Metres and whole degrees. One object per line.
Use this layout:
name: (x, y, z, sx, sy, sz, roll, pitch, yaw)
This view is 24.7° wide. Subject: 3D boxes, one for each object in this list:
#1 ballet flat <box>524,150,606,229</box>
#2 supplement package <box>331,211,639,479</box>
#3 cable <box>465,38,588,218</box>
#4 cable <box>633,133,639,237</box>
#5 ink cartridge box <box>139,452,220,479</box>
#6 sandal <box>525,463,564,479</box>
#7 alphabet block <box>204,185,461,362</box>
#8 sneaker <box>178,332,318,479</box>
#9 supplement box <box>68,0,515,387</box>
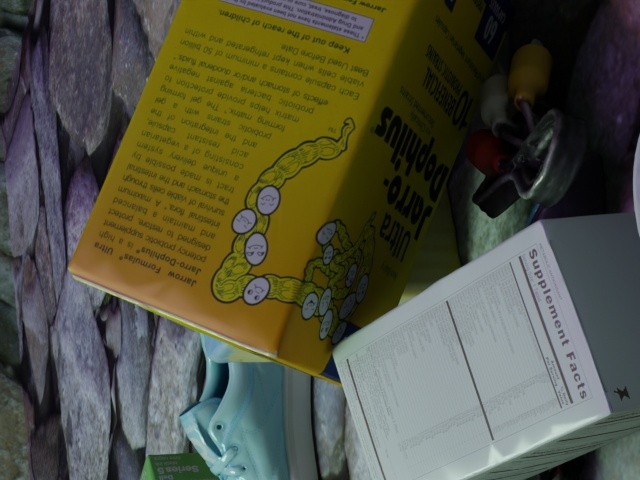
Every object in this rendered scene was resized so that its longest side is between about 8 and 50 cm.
ballet flat: (0.182, 0.023, 1.133, 0.203, 0.074, 0.074, -63, 32, 35)
supplement package: (0.143, 0.089, 1.028, 0.244, 0.134, 0.139, -35, 67, 48)
cable: (0.141, -0.067, 1.093, 0.139, 0.072, 0.287, -62, 0, 17)
cable: (0.279, -0.034, 0.734, 0.257, 0.089, 0.257, -33, 52, 32)
ink cartridge box: (-0.168, 0.441, 1.888, 0.273, 0.115, 0.198, -111, 31, -44)
sandal: (0.172, 0.159, 1.183, 0.179, 0.040, 0.067, -90, 22, -47)
alphabet block: (0.000, 0.000, 1.400, 0.192, 0.197, 0.193, 133, 134, -57)
sneaker: (-0.092, 0.240, 1.671, 0.135, 0.150, 0.366, 144, 125, -64)
supplement box: (-0.013, -0.085, 1.166, 0.195, 0.194, 0.356, 20, 85, 25)
